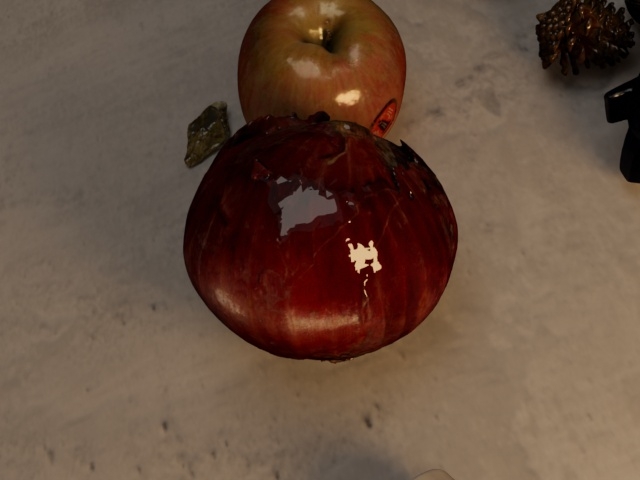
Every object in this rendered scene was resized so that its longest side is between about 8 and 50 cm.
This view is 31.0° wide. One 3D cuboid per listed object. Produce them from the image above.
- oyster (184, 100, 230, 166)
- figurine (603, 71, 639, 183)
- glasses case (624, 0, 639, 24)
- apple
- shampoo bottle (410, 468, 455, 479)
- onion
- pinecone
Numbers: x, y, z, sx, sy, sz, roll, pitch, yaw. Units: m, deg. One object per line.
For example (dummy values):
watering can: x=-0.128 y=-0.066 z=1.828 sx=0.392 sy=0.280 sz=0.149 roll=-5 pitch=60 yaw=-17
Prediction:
oyster: x=-0.139 y=-0.134 z=1.413 sx=0.051 sy=0.034 sz=0.093 roll=-8 pitch=57 yaw=21
figurine: x=0.437 y=-0.153 z=1.177 sx=0.309 sy=0.143 sz=0.308 roll=-17 pitch=17 yaw=5
glasses case: x=0.395 y=-0.268 z=1.216 sx=0.122 sy=0.082 sz=0.321 roll=-19 pitch=10 yaw=11
apple: x=0.003 y=-0.184 z=1.325 sx=0.210 sy=0.164 sz=0.209 roll=-2 pitch=58 yaw=3
shampoo bottle: x=0.175 y=0.317 z=0.948 sx=0.092 sy=0.092 sz=0.303 roll=-41 pitch=54 yaw=-14
onion: x=0.000 y=0.000 z=1.147 sx=0.276 sy=0.276 sz=0.276 roll=-8 pitch=53 yaw=11
pinecone: x=0.299 y=-0.236 z=1.309 sx=0.109 sy=0.102 sz=0.102 roll=-3 pitch=54 yaw=15
